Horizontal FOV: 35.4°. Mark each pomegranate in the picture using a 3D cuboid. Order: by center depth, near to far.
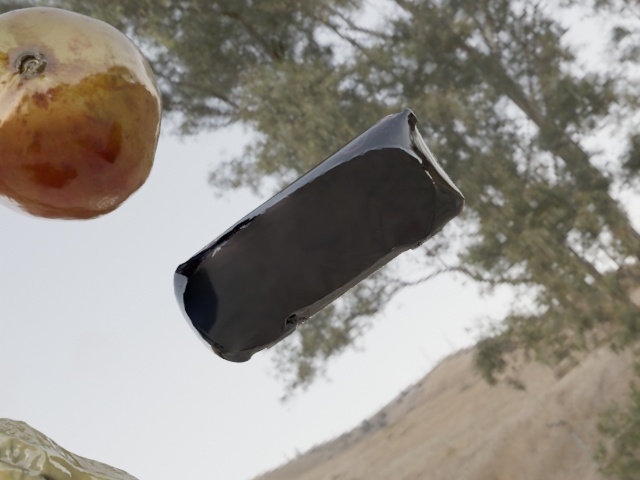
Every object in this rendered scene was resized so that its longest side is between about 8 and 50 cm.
[{"bbox_3d":[-0.313,-0.135,1.171,0.251,0.229,0.270,10,-25,-7],"label":"pomegranate"}]

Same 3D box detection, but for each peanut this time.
[{"bbox_3d":[-0.275,0.261,1.007,0.130,0.290,0.130,-51,21,29],"label":"peanut"}]

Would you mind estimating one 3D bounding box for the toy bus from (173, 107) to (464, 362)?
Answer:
[{"bbox_3d":[0.000,0.000,1.031,0.302,0.128,0.147,-36,-2,6],"label":"toy bus"}]
